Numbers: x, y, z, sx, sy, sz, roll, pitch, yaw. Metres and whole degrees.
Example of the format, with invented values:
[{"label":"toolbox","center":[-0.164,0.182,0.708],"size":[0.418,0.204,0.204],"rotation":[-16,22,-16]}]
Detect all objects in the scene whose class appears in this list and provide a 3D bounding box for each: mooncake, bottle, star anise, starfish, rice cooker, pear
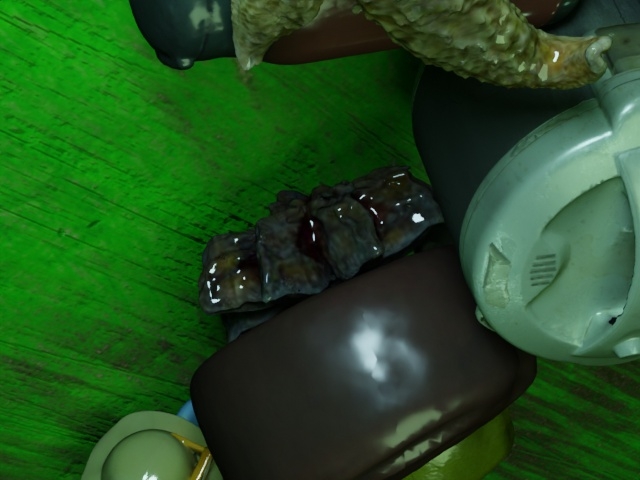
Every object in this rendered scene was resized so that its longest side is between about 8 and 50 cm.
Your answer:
[{"label":"mooncake","center":[0.042,0.132,1.751],"size":[0.326,0.174,0.334],"rotation":[-32,169,30]},{"label":"bottle","center":[0.026,-0.199,1.415],"size":[0.336,0.144,0.144],"rotation":[-14,146,-26]},{"label":"star anise","center":[-0.001,0.000,1.725],"size":[0.236,0.109,0.223],"rotation":[-20,174,-44]},{"label":"starfish","center":[0.070,-0.230,1.181],"size":[0.324,0.082,0.432],"rotation":[0,140,-4]},{"label":"rice cooker","center":[0.227,-0.063,1.580],"size":[0.288,0.277,0.288],"rotation":[-8,133,-9]},{"label":"pear","center":[0.099,0.177,1.988],"size":[0.198,0.198,0.198],"rotation":[-22,148,-14]}]

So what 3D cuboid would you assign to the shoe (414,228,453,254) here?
[{"label":"shoe","center":[0.190,-0.031,1.855],"size":[0.241,0.093,0.108],"rotation":[-47,147,22]}]

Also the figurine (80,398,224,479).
[{"label":"figurine","center":[-0.153,0.256,1.951],"size":[0.180,0.154,0.262],"rotation":[-39,167,-3]}]
